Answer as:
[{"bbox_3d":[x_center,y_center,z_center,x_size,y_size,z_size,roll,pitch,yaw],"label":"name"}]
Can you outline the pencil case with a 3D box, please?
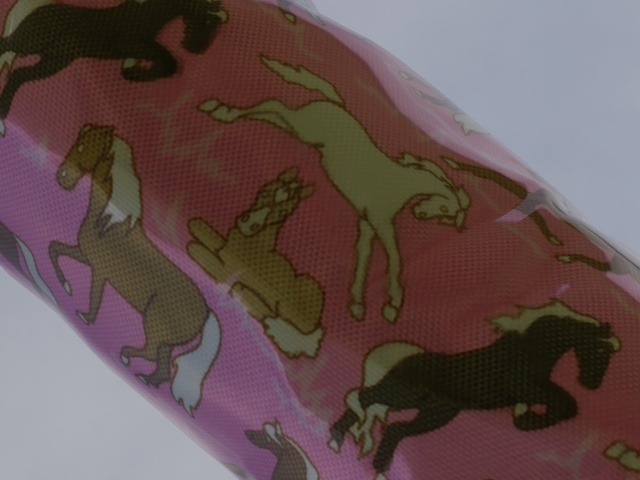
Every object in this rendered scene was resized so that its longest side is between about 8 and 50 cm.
[{"bbox_3d":[0.000,0.000,0.659,0.386,0.160,0.167,41,-114,19],"label":"pencil case"}]
